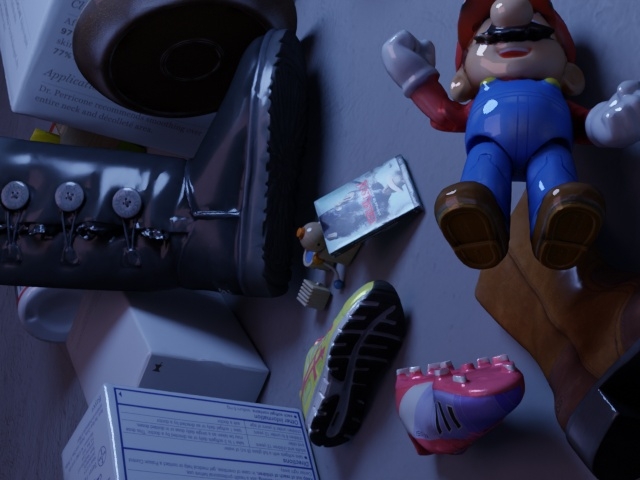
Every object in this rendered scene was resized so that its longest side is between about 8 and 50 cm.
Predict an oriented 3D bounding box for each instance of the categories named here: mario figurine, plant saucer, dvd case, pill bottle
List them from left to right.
[{"bbox_3d":[-0.489,0.040,2.128,0.161,0.161,0.283,-59,34,29],"label":"pill bottle"},{"bbox_3d":[-0.178,-0.260,1.567,0.310,0.310,0.050,-46,49,42],"label":"plant saucer"},{"bbox_3d":[0.053,-0.040,1.320,0.119,0.013,0.087,-27,48,14],"label":"dvd case"},{"bbox_3d":[0.165,-0.132,1.004,0.170,0.198,0.320,-50,23,39],"label":"mario figurine"}]

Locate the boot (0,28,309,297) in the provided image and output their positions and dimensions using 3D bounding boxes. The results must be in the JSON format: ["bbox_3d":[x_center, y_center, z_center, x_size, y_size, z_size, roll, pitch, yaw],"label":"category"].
[{"bbox_3d":[-0.254,-0.107,1.541,0.445,0.146,0.367,2,75,19],"label":"boot"}]

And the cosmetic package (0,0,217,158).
[{"bbox_3d":[-0.268,-0.392,1.750,0.393,0.329,0.327,-61,32,25],"label":"cosmetic package"}]

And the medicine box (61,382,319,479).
[{"bbox_3d":[-0.137,0.329,1.305,0.149,0.263,0.289,-54,36,35],"label":"medicine box"}]

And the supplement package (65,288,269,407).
[{"bbox_3d":[-0.224,0.163,1.606,0.175,0.177,0.293,-66,31,17],"label":"supplement package"}]

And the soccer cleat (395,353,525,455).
[{"bbox_3d":[0.131,0.159,1.066,0.248,0.083,0.095,156,103,-75],"label":"soccer cleat"}]

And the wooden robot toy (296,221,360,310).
[{"bbox_3d":[0.000,0.000,1.387,0.173,0.079,0.076,-60,34,26],"label":"wooden robot toy"}]

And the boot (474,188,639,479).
[{"bbox_3d":[0.251,0.022,0.976,0.280,0.096,0.264,-112,37,-56],"label":"boot"}]

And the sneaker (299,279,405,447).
[{"bbox_3d":[0.022,0.126,1.298,0.208,0.081,0.094,-65,30,21],"label":"sneaker"}]

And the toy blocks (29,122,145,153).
[{"bbox_3d":[-0.429,-0.236,2.145,0.381,0.191,0.261,-61,23,7],"label":"toy blocks"}]
